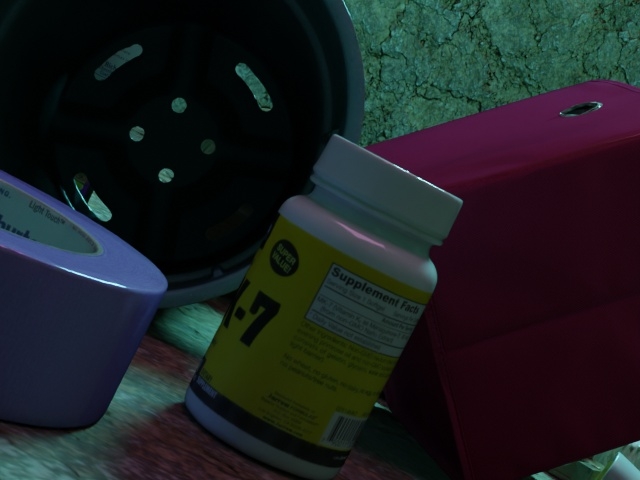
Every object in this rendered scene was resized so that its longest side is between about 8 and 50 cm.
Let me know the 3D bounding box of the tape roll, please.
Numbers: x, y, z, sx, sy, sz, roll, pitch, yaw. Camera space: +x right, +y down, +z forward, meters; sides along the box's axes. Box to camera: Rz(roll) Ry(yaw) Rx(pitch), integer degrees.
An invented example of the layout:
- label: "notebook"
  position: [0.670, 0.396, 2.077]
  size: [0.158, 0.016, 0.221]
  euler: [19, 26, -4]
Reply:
- label: "tape roll"
  position: [-0.229, 0.004, 0.867]
  size: [0.275, 0.090, 0.275]
  euler: [27, 3, -2]

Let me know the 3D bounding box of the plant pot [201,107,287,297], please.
- label: "plant pot"
  position: [-0.061, -0.012, 1.597]
  size: [0.237, 0.237, 0.110]
  euler: [29, 44, 19]

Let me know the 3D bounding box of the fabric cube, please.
- label: "fabric cube"
  position: [0.180, 0.027, 1.278]
  size: [0.258, 0.259, 0.254]
  euler: [-16, 15, -8]

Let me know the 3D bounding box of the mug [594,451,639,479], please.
- label: "mug"
  position: [0.287, 0.239, 1.407]
  size: [0.064, 0.062, 0.078]
  euler: [36, 12, 9]

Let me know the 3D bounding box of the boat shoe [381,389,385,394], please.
- label: "boat shoe"
  position: [0.079, 0.130, 1.468]
  size: [0.184, 0.066, 0.063]
  euler: [18, 2, 20]

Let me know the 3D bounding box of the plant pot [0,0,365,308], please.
- label: "plant pot"
  position: [-0.143, -0.108, 1.353]
  size: [0.341, 0.341, 0.334]
  euler: [27, -4, -1]

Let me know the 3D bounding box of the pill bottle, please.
- label: "pill bottle"
  position: [0.005, 0.043, 1.006]
  size: [0.119, 0.208, 0.119]
  euler: [27, 4, -2]

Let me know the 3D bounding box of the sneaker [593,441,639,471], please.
- label: "sneaker"
  position: [0.316, 0.220, 1.633]
  size: [0.115, 0.090, 0.232]
  euler: [32, 6, 15]

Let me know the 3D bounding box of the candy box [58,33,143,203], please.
- label: "candy box"
  position: [-0.274, -0.160, 1.548]
  size: [0.159, 0.233, 0.071]
  euler: [26, 2, -24]

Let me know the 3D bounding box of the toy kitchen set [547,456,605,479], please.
- label: "toy kitchen set"
  position: [0.248, 0.206, 1.482]
  size: [0.083, 0.068, 0.075]
  euler: [29, 5, 31]
